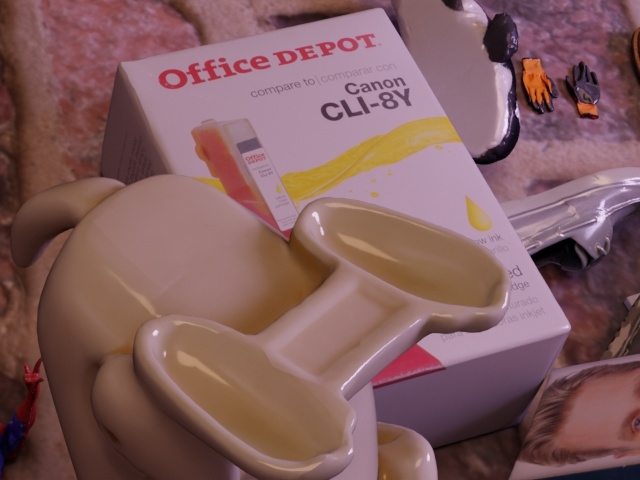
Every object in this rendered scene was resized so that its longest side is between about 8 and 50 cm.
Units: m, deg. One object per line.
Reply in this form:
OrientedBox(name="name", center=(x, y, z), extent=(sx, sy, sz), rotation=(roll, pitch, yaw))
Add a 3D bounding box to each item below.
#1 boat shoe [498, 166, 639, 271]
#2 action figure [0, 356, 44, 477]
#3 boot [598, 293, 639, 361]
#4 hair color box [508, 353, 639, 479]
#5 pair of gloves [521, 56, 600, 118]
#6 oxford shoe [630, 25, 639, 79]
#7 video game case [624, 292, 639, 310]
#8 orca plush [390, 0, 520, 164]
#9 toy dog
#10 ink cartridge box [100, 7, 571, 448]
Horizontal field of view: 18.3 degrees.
OrientedBox(name="boat shoe", center=(0.231, -0.004, 1.883), extent=(0.228, 0.079, 0.081), rotation=(-17, 68, -19))
OrientedBox(name="action figure", center=(-0.267, 0.202, 1.561), extent=(0.092, 0.139, 0.280), rotation=(2, 51, -14))
OrientedBox(name="boot", center=(0.356, 0.141, 1.791), extent=(0.209, 0.076, 0.189), rotation=(27, 72, 16))
OrientedBox(name="hair color box", center=(0.343, 0.162, 1.611), extent=(0.347, 0.105, 0.174), rotation=(-13, 24, 27))
OrientedBox(name="pair of gloves", center=(0.248, -0.158, 2.039), extent=(0.083, 0.010, 0.074), rotation=(5, 52, -12))
OrientedBox(name="oxford shoe", center=(0.390, -0.157, 2.034), extent=(0.076, 0.076, 0.212), rotation=(-14, 57, -22))
OrientedBox(name="video game case", center=(0.361, 0.074, 1.890), extent=(0.122, 0.011, 0.087), rotation=(-16, 59, -24))
OrientedBox(name="orca plush", center=(0.127, -0.183, 2.004), extent=(0.151, 0.102, 0.287), rotation=(-49, 57, 9))
OrientedBox(name="toy dog", center=(-0.091, 0.182, 1.441), extent=(0.395, 0.407, 0.284), rotation=(22, 38, 16))
OrientedBox(name="ink cartridge box", center=(0.000, 0.000, 1.760), extent=(0.279, 0.160, 0.384), rotation=(-14, 58, -23))
